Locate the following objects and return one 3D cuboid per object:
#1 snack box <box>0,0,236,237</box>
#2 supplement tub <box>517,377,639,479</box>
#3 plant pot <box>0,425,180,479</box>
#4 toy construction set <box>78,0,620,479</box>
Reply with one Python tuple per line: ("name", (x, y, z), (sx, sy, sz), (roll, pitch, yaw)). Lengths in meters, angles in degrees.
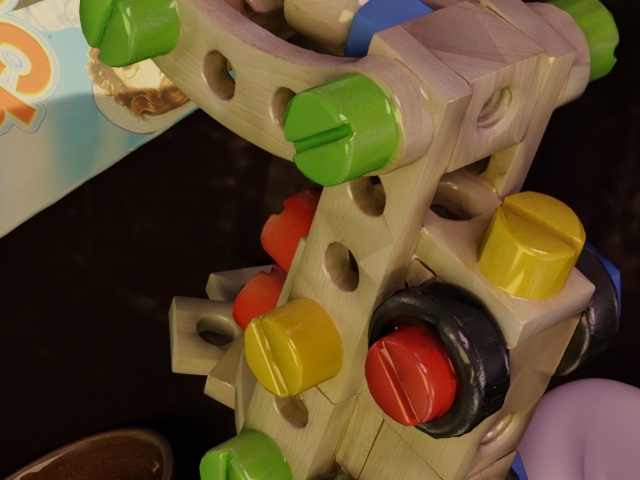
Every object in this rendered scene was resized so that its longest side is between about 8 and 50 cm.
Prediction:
("snack box", (-0.198, -0.072, 0.827), (0.322, 0.060, 0.187), (-31, 101, 22))
("supplement tub", (0.079, 0.165, 0.807), (0.144, 0.144, 0.199), (44, 124, -2))
("plant pot", (-0.093, 0.200, 0.904), (0.167, 0.167, 0.165), (-22, 113, 31))
("toy construction set", (0.000, 0.000, 0.689), (0.215, 0.151, 0.328), (45, 153, 26))
